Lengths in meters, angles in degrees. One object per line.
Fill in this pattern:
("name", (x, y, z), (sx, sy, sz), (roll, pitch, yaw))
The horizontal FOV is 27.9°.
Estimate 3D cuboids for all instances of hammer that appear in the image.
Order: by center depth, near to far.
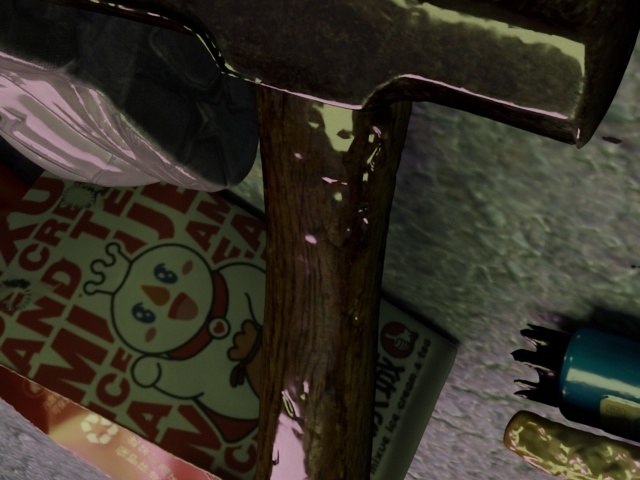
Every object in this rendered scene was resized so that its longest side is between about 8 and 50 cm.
("hammer", (0.000, 0.000, 0.606), (0.242, 0.095, 0.409), (17, 135, 15))

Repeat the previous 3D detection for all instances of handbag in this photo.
("handbag", (-0.084, 0.075, 0.813), (0.298, 0.171, 0.151), (33, 152, -11))

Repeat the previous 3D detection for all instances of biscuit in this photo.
("biscuit", (0.219, 0.146, 0.740), (0.228, 0.031, 0.176), (16, 175, 15))

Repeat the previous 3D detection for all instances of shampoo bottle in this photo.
("shampoo bottle", (0.196, 0.090, 0.715), (0.183, 0.050, 0.087), (15, 159, 22))

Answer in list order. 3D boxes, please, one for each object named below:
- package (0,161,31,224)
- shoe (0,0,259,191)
("package", (-0.366, -0.011, 0.964), (0.196, 0.123, 0.423), (42, 149, -20))
("shoe", (-0.153, -0.101, 0.657), (0.137, 0.095, 0.245), (-10, 143, 45))
